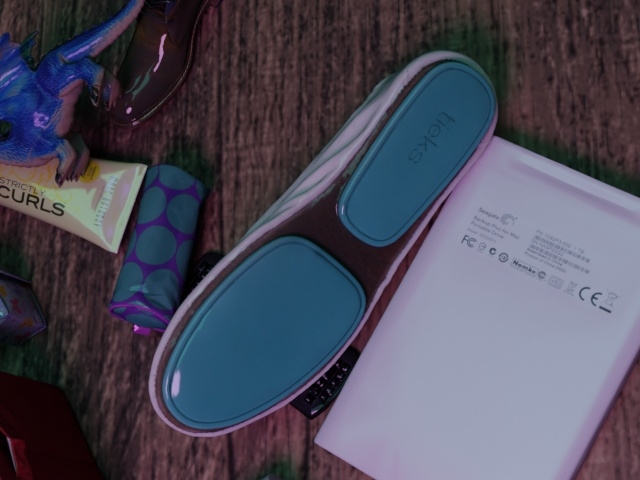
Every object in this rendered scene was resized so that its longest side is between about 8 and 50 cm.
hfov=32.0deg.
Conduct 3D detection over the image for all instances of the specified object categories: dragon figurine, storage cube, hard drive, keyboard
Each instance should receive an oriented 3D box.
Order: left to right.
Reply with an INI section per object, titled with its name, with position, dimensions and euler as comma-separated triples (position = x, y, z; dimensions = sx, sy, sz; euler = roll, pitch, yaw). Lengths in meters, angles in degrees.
[storage cube]
position = -0.310, 0.238, 0.971
dimensions = 0.215, 0.193, 0.183
euler = -38, 66, 7
[dragon figurine]
position = -0.270, -0.146, 1.048
dimensions = 0.144, 0.085, 0.289
euler = 27, 103, 0
[keyboard]
position = -0.065, 0.092, 1.013
dimensions = 0.192, 0.038, 0.100
euler = 33, 87, 25
[hard drive]
position = 0.155, 0.083, 0.935
dimensions = 0.203, 0.040, 0.307
euler = 27, 85, 24

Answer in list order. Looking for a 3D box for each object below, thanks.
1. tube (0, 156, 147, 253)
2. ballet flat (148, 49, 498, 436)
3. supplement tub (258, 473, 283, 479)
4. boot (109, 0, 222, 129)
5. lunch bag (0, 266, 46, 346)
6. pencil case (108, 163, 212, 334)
[tube]
position = -0.292, -0.063, 1.129
dimensions = 0.240, 0.062, 0.070
euler = 17, 124, 18
[ballet flat]
position = 0.000, 0.000, 0.974
dimensions = 0.139, 0.139, 0.400
euler = 38, 84, 25
[supplement tub]
position = -0.065, 0.256, 0.946
dimensions = 0.107, 0.071, 0.071
euler = -38, 66, 5
[boot]
position = -0.167, -0.222, 1.102
dimensions = 0.082, 0.106, 0.219
euler = 24, 83, 24
[lunch bag]
position = -0.315, 0.055, 1.093
dimensions = 0.053, 0.071, 0.083
euler = -35, 66, 8
[pencil case]
position = -0.149, 0.008, 1.042
dimensions = 0.065, 0.070, 0.151
euler = 16, 67, -8
